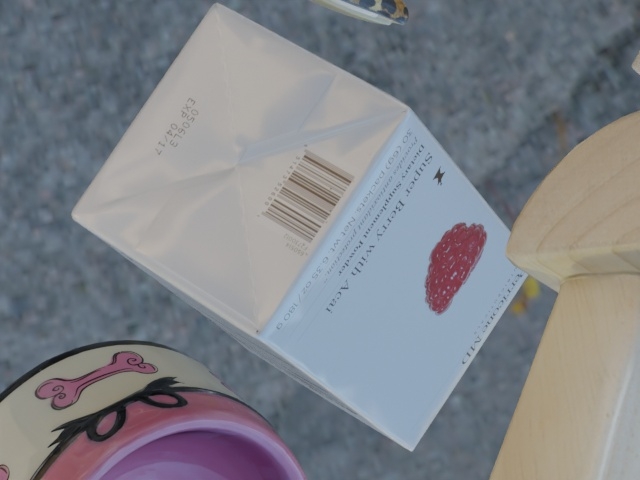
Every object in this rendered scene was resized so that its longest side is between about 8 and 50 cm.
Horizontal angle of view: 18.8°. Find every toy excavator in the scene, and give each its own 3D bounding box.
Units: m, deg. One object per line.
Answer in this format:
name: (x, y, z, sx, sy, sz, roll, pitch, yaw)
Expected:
toy excavator: (0.090, 0.194, 0.576, 0.222, 0.445, 0.433, 31, 96, -28)

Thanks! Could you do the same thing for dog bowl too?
dog bowl: (-0.175, 0.309, 1.859, 0.408, 0.150, 0.408, -11, 108, -38)

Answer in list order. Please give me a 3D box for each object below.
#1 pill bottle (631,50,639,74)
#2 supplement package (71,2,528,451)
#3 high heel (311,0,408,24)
pill bottle: (0.345, -0.208, 1.624, 0.108, 0.108, 0.193, 20, 108, -33)
supplement package: (0.000, 0.000, 1.344, 0.177, 0.175, 0.293, -57, 151, -5)
high heel: (0.002, -0.326, 1.819, 0.186, 0.261, 0.093, -60, 170, 1)
